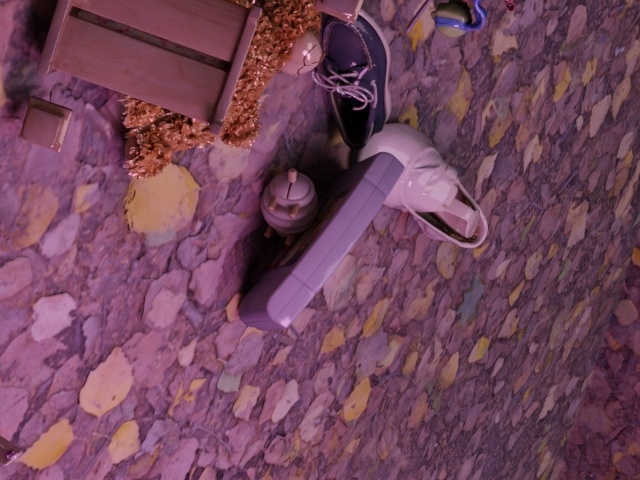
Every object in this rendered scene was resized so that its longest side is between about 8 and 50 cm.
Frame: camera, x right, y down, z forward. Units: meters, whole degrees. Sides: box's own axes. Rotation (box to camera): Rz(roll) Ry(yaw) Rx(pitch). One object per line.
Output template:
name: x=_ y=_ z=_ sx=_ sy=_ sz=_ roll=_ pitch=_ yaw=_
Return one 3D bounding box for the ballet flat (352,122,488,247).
ballet flat: x=0.188 y=-0.082 z=1.884 sx=0.139 sy=0.139 sz=0.400 roll=-60 pitch=150 yaw=-4

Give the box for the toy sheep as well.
toy sheep: x=-0.043 y=-0.051 z=1.596 sx=0.091 sy=0.091 sz=0.132 roll=-40 pitch=159 yaw=-34

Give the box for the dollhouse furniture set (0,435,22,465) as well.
dollhouse furniture set: x=-0.400 y=0.267 z=1.303 sx=0.114 sy=0.081 sz=0.091 roll=-40 pitch=143 yaw=-34

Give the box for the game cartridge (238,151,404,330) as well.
game cartridge: x=0.000 y=0.000 z=1.625 sx=0.060 sy=0.196 sz=0.294 roll=41 pitch=73 yaw=-14

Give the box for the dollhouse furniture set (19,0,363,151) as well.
dollhouse furniture set: x=-0.114 y=-0.232 z=1.219 sx=0.174 sy=0.303 sz=0.355 roll=-98 pitch=-151 yaw=-76

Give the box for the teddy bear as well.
teddy bear: x=-0.111 y=-0.198 z=1.355 sx=0.338 sy=0.113 sz=0.245 roll=-27 pitch=137 yaw=-45

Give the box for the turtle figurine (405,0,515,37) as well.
turtle figurine: x=0.158 y=-0.416 z=1.512 sx=0.198 sy=0.275 sz=0.266 roll=20 pitch=95 yaw=-29

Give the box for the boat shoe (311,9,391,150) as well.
boat shoe: x=0.042 y=-0.225 z=1.589 sx=0.079 sy=0.095 sz=0.254 roll=-61 pitch=161 yaw=-26
